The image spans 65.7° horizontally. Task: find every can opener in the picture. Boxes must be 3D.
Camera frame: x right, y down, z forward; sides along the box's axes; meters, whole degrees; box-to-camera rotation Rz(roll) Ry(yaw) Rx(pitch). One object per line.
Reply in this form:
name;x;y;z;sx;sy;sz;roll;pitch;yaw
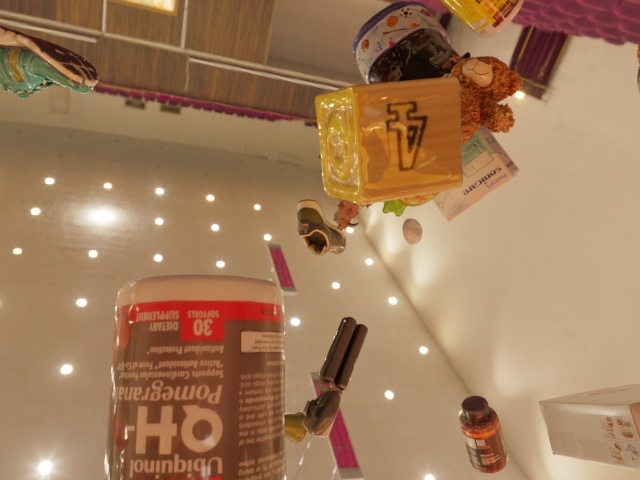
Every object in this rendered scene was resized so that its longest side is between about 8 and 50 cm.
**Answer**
can opener;0.042;0.306;1.114;0.074;0.093;0.280;36;-120;-22

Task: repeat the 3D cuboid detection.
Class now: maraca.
maraca;0.216;-0.137;1.198;0.127;0.185;0.099;53;-168;-11

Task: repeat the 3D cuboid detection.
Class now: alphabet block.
alphabet block;0.118;-0.181;0.890;0.197;0.193;0.192;-11;-167;-17

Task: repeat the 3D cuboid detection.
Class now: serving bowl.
serving bowl;0.290;-0.029;1.532;0.083;0.083;0.027;-11;180;-42

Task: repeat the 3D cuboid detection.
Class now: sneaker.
sneaker;0.000;0.000;1.039;0.064;0.192;0.086;-10;-124;22
sneaker;-0.505;-0.300;0.867;0.275;0.110;0.107;22;-168;17

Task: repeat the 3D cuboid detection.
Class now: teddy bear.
teddy bear;0.284;-0.269;1.063;0.113;0.338;0.245;44;-172;-40

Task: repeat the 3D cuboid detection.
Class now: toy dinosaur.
toy dinosaur;0.085;-0.184;1.244;0.127;0.296;0.200;-15;-128;-14

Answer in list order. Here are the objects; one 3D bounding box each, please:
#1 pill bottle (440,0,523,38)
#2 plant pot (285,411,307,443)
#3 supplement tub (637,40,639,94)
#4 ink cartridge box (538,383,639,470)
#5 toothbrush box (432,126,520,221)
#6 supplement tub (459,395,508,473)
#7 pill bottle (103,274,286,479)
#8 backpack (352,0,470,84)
pill bottle;0.295;-0.518;0.995;0.215;0.117;0.117;32;-158;-19
plant pot;-0.091;0.508;1.363;0.079;0.083;0.083;31;-165;-36
supplement tub;0.580;-0.207;0.694;0.193;0.193;0.316;12;-131;-9
ink cartridge box;0.696;0.392;1.080;0.272;0.309;0.130;-8;-105;-10
toothbrush box;0.368;-0.237;1.379;0.295;0.216;0.126;55;-147;3
supplement tub;0.438;0.520;1.343;0.106;0.198;0.106;-16;-162;5
pill bottle;-0.122;0.203;0.501;0.176;0.318;0.176;-2;166;0
backpack;0.214;-0.490;1.291;0.213;0.276;0.263;59;-161;16
